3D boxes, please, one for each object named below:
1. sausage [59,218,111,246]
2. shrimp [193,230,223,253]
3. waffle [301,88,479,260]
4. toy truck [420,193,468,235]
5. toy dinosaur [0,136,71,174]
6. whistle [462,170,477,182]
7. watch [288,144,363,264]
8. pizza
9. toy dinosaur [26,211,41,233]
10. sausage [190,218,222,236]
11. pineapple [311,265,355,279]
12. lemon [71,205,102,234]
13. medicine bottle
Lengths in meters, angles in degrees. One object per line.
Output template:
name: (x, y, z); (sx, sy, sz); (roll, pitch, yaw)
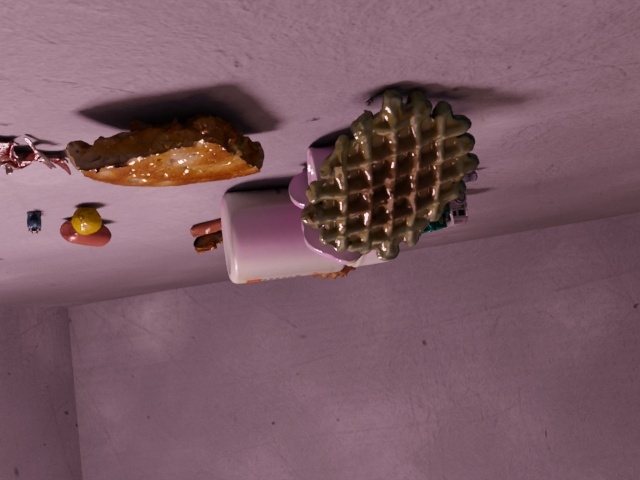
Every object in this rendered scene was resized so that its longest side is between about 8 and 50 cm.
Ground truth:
sausage: (-0.576, -0.018, 1.696); (0.062, 0.062, 0.154); (-10, 172, 14)
shrimp: (-0.241, -0.009, 1.937); (0.262, 0.117, 0.066); (-11, 131, 31)
waffle: (0.123, -0.100, 1.151); (0.291, 0.056, 0.309); (19, 114, -41)
toy truck: (0.322, -0.076, 1.977); (0.216, 0.116, 0.110); (-4, 171, -29)
toy dinosaur: (-0.470, -0.130, 1.084); (0.108, 0.032, 0.220); (-7, 171, 19)
whistle: (0.304, -0.153, 1.709); (0.176, 0.033, 0.033); (-7, 173, -10)
watch: (0.047, -0.101, 1.333); (0.210, 0.248, 0.217); (-6, 146, -4)
pizza: (-0.207, -0.144, 1.047); (0.335, 0.086, 0.226); (-4, 167, -36)
toy dinosaur: (-0.640, -0.037, 1.538); (0.030, 0.047, 0.083); (-3, 173, -21)
sausage: (-0.300, -0.040, 1.932); (0.157, 0.042, 0.036); (-13, 132, 25)
pineapple: (-0.002, -0.001, 1.963); (0.222, 0.223, 0.357); (-6, -179, -14)
lemon: (-0.525, -0.044, 1.544); (0.065, 0.065, 0.092); (-7, 167, -9)
medicine bottle: (-0.032, -0.025, 1.629); (0.388, 0.219, 0.219); (-7, 173, -12)
